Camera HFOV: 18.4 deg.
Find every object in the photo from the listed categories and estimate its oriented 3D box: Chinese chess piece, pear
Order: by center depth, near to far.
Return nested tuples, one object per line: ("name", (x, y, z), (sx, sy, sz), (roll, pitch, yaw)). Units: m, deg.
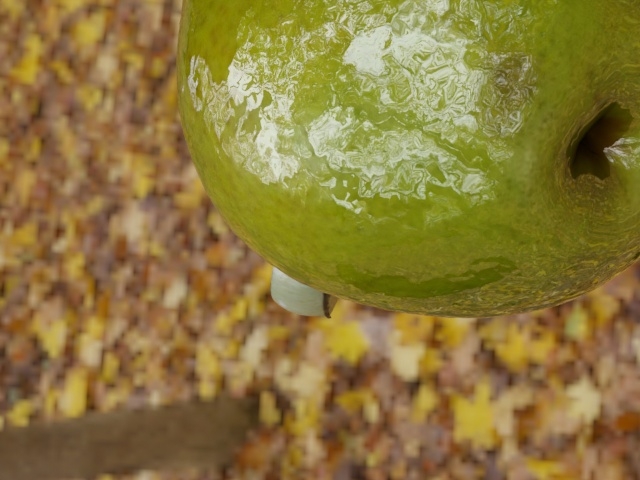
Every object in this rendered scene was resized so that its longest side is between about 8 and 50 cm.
("pear", (0.031, -0.071, 0.639), (0.216, 0.180, 0.166), (46, 142, 43))
("Chinese chess piece", (0.000, 0.000, 1.072), (0.084, 0.034, 0.084), (14, -90, -82))
